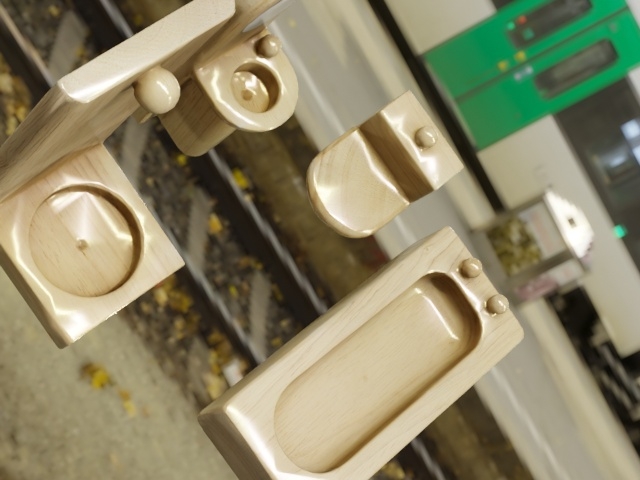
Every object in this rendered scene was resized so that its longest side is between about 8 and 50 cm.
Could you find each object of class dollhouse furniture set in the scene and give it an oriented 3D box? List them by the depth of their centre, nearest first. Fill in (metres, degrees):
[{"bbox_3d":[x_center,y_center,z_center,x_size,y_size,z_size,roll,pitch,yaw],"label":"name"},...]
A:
[{"bbox_3d":[0.000,0.000,0.431,0.151,0.144,0.123,55,-30,-3],"label":"dollhouse furniture set"}]
